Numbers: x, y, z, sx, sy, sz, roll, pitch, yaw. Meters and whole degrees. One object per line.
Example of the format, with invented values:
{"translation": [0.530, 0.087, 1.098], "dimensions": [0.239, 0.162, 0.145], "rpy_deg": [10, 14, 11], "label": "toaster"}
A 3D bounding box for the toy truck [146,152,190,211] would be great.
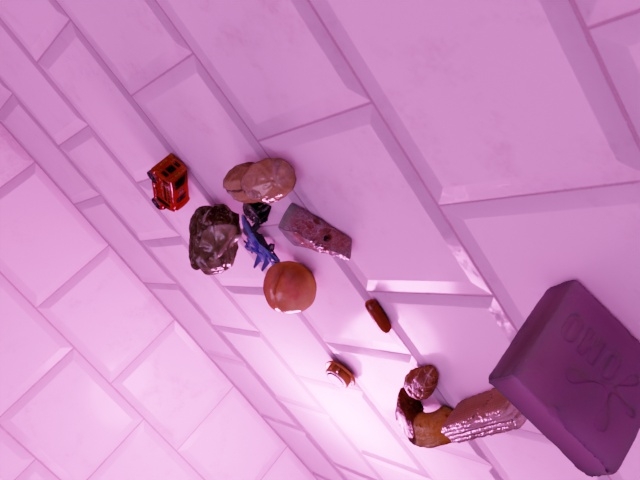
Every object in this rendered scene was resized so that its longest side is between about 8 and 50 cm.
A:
{"translation": [-0.528, -0.187, 2.257], "dimensions": [0.114, 0.107, 0.253], "rpy_deg": [37, 152, 12], "label": "toy truck"}

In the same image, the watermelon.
{"translation": [0.000, 0.000, 1.867], "dimensions": [0.241, 0.094, 0.154], "rpy_deg": [21, 153, 32], "label": "watermelon"}

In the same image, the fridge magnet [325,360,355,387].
{"translation": [0.075, 0.533, 2.536], "dimensions": [0.143, 0.063, 0.143], "rpy_deg": [29, 147, 21], "label": "fridge magnet"}

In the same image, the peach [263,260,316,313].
{"translation": [-0.104, 0.152, 2.114], "dimensions": [0.184, 0.184, 0.184], "rpy_deg": [32, 151, 20], "label": "peach"}

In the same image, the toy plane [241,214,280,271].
{"translation": [-0.213, 0.000, 2.147], "dimensions": [0.169, 0.078, 0.246], "rpy_deg": [18, 137, 39], "label": "toy plane"}

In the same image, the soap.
{"translation": [0.534, 0.281, 1.328], "dimensions": [0.296, 0.285, 0.107], "rpy_deg": [43, 155, -2], "label": "soap"}

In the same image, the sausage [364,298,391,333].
{"translation": [0.179, 0.235, 1.994], "dimensions": [0.039, 0.041, 0.131], "rpy_deg": [11, 139, 54], "label": "sausage"}

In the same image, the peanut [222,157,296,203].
{"translation": [-0.177, -0.164, 1.808], "dimensions": [0.290, 0.130, 0.130], "rpy_deg": [0, 131, 56], "label": "peanut"}

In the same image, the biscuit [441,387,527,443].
{"translation": [0.487, 0.503, 1.862], "dimensions": [0.078, 0.144, 0.426], "rpy_deg": [41, 152, 5], "label": "biscuit"}

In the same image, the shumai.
{"translation": [-0.340, -0.024, 2.179], "dimensions": [0.189, 0.256, 0.218], "rpy_deg": [11, 145, -32], "label": "shumai"}

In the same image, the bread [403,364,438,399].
{"translation": [0.326, 0.473, 2.108], "dimensions": [0.105, 0.076, 0.233], "rpy_deg": [34, 150, 13], "label": "bread"}

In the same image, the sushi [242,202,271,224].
{"translation": [-0.206, -0.091, 2.022], "dimensions": [0.083, 0.056, 0.085], "rpy_deg": [36, 151, 12], "label": "sushi"}

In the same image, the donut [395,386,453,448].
{"translation": [0.345, 0.615, 2.215], "dimensions": [0.295, 0.151, 0.112], "rpy_deg": [14, 131, 44], "label": "donut"}
